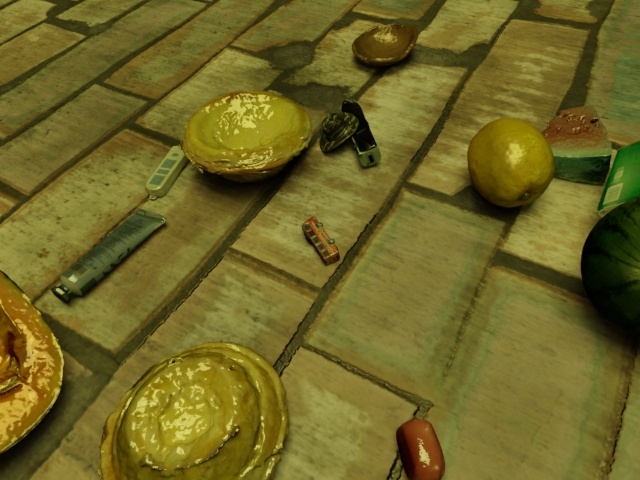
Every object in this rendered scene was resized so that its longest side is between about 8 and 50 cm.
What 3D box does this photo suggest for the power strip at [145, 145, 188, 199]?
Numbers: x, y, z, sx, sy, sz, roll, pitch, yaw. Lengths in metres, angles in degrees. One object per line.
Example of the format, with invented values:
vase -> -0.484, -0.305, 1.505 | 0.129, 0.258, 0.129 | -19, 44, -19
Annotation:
power strip -> -0.359, -0.171, 1.130 | 0.048, 0.030, 0.191 | 11, 53, 12

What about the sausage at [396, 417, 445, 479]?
sausage -> 0.145, 0.301, 0.677 | 0.054, 0.059, 0.094 | 2, 45, -16

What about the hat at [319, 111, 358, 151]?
hat -> 0.032, -0.271, 1.138 | 0.121, 0.050, 0.121 | -20, 49, 25

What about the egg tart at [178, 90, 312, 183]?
egg tart -> -0.166, -0.232, 1.109 | 0.315, 0.120, 0.314 | -1, 50, 1

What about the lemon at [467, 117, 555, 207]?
lemon -> 0.387, -0.161, 0.975 | 0.170, 0.170, 0.207 | -3, 49, 2

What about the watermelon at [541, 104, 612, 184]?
watermelon -> 0.577, -0.231, 1.078 | 0.154, 0.094, 0.241 | 11, 50, 26

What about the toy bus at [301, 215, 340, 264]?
toy bus -> 0.000, 0.000, 0.958 | 0.043, 0.031, 0.110 | -28, 54, -9

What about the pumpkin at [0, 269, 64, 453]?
pumpkin -> -0.526, 0.223, 0.782 | 0.169, 0.148, 0.312 | 25, 49, -28

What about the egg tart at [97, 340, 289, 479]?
egg tart -> -0.191, 0.268, 0.701 | 0.291, 0.115, 0.290 | -3, 49, 3

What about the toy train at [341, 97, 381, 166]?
toy train -> 0.095, -0.276, 1.170 | 0.055, 0.048, 0.251 | -24, 44, 12

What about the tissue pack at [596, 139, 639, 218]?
tissue pack -> 0.662, -0.089, 0.912 | 0.156, 0.148, 0.209 | 45, 57, -12

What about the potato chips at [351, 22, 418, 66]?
potato chips -> 0.191, -0.563, 1.389 | 0.196, 0.061, 0.208 | -6, 51, 7

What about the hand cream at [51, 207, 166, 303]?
hand cream -> -0.428, 0.022, 0.962 | 0.088, 0.055, 0.256 | 16, 51, 27

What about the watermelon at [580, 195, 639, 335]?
watermelon -> 0.542, 0.039, 0.744 | 0.243, 0.242, 0.242 | -2, 50, 3
